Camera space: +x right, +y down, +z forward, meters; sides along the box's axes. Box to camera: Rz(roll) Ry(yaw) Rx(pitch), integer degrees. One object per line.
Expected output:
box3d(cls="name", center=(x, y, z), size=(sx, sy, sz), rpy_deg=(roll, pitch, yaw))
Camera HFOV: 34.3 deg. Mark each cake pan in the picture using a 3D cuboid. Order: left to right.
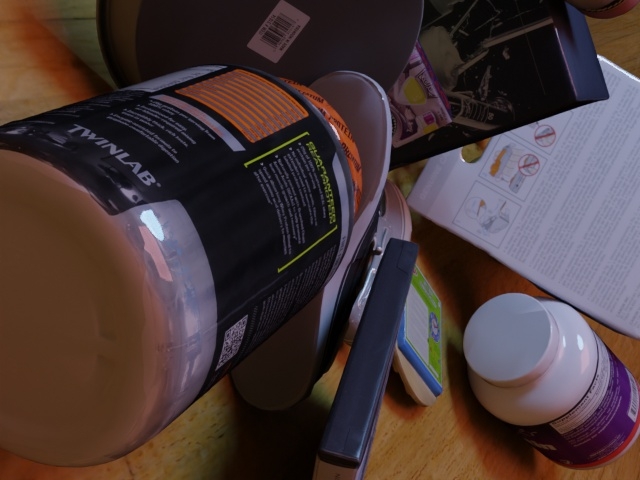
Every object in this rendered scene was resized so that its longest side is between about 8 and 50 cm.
box3d(cls="cake pan", center=(-0.039, -0.188, 0.877), size=(0.293, 0.293, 0.054), rpy_deg=(45, 11, -43))

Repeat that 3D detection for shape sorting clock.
box3d(cls="shape sorting clock", center=(0.107, 0.099, 1.251), size=(0.206, 0.040, 0.206), rpy_deg=(-11, 90, -69))

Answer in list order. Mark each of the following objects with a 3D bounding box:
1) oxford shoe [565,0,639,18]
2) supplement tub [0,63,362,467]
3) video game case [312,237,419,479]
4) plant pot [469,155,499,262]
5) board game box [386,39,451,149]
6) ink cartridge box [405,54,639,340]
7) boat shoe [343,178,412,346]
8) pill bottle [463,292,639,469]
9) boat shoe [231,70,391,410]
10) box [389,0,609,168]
box3d(cls="oxford shoe", center=(0.251, -0.404, 1.055), size=(0.130, 0.123, 0.348), rpy_deg=(-6, 78, -56))
box3d(cls="supplement tub", center=(-0.105, -0.008, 0.722), size=(0.338, 0.207, 0.207), rpy_deg=(-36, 106, -60))
box3d(cls="video game case", center=(0.030, 0.173, 0.915), size=(0.275, 0.035, 0.248), rpy_deg=(-67, 169, -52))
box3d(cls="plant pot", center=(0.380, -0.081, 1.645), size=(0.276, 0.254, 0.276), rpy_deg=(39, 43, -48))
box3d(cls="board game box", center=(-0.039, -0.220, 0.981), size=(0.347, 0.208, 0.056), rpy_deg=(59, 20, -24))
box3d(cls="ink cartridge box", center=(0.343, -0.086, 1.414), size=(0.385, 0.308, 0.091), rpy_deg=(29, 0, -6))
box3d(cls="boat shoe", center=(0.048, 0.007, 1.154), size=(0.081, 0.079, 0.227), rpy_deg=(51, 36, -43))
box3d(cls="pill bottle", center=(0.322, 0.194, 1.450), size=(0.323, 0.181, 0.181), rpy_deg=(40, 41, -46))
box3d(cls="boat shoe", center=(0.004, 0.001, 0.934), size=(0.105, 0.113, 0.306), rpy_deg=(-12, 114, -68))
box3d(cls="box", center=(0.123, -0.275, 1.208), size=(0.179, 0.312, 0.343), rpy_deg=(-17, 89, -63))
